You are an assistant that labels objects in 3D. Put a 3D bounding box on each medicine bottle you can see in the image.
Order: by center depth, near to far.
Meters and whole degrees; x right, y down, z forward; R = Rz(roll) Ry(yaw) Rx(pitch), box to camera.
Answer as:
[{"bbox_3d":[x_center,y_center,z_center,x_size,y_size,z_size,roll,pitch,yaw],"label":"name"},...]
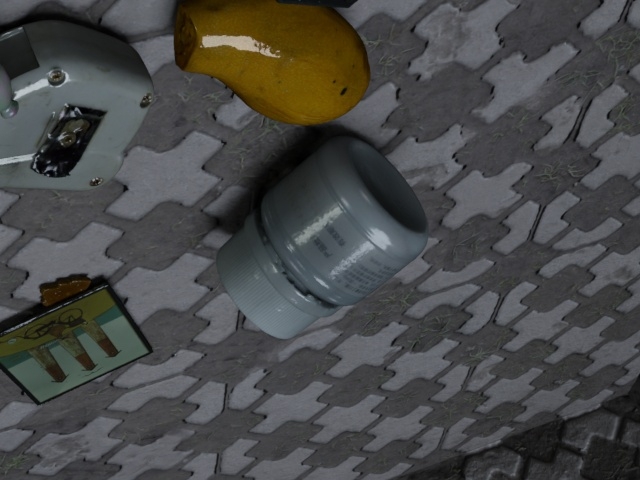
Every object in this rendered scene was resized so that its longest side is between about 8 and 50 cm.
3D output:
[{"bbox_3d":[0.000,0.000,2.195,0.306,0.245,0.245,-39,149,21],"label":"medicine bottle"}]

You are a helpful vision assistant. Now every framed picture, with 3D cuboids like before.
[{"bbox_3d":[-0.448,0.191,2.351,0.244,0.013,0.324,-25,153,-4],"label":"framed picture"}]

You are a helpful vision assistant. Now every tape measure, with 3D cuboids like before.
[{"bbox_3d":[-0.370,-0.166,1.750,0.258,0.130,0.265,3,139,-38],"label":"tape measure"}]

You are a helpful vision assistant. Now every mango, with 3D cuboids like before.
[{"bbox_3d":[-0.057,-0.264,1.837,0.187,0.144,0.359,-42,145,19],"label":"mango"}]

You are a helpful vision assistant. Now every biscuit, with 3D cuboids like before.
[{"bbox_3d":[-0.428,0.083,2.206,0.092,0.016,0.082,-30,150,5],"label":"biscuit"}]

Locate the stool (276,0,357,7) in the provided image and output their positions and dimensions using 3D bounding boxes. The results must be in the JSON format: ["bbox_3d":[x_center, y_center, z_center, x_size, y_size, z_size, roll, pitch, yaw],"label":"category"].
[{"bbox_3d":[0.009,-0.409,1.659,0.232,0.141,0.232,-20,150,-12],"label":"stool"}]

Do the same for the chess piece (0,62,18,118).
[{"bbox_3d":[-0.448,-0.226,1.531,0.139,0.139,0.272,-33,138,10],"label":"chess piece"}]
